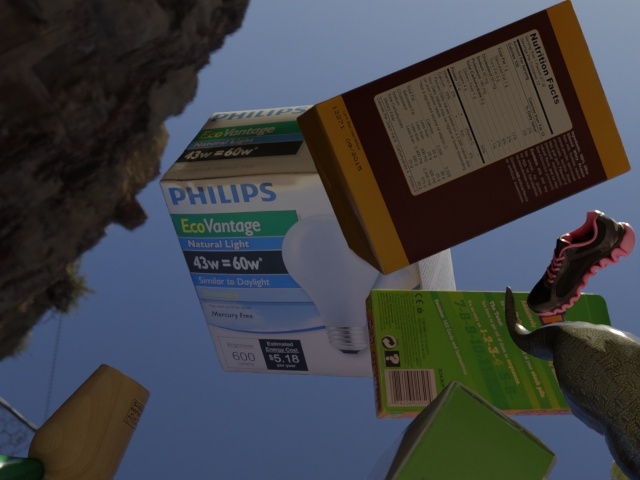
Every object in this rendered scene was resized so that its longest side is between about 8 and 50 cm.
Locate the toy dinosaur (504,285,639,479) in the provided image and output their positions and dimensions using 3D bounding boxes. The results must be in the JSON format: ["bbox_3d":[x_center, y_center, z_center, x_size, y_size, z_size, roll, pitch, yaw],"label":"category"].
[{"bbox_3d":[0.224,0.122,0.557,0.121,0.160,0.313,-30,-128,12],"label":"toy dinosaur"}]

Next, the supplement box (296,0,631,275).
[{"bbox_3d":[0.099,-0.079,0.652,0.194,0.191,0.129,-23,-83,-3],"label":"supplement box"}]

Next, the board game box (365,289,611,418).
[{"bbox_3d":[0.178,0.113,0.822,0.259,0.039,0.124,1,-115,-11],"label":"board game box"}]

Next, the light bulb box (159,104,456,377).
[{"bbox_3d":[0.000,0.000,1.242,0.358,0.361,0.225,-2,-147,19],"label":"light bulb box"}]

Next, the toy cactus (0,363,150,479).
[{"bbox_3d":[-0.150,0.151,0.431,0.112,0.219,0.180,11,-119,41],"label":"toy cactus"}]

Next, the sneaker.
[{"bbox_3d":[0.229,0.018,0.756,0.119,0.057,0.047,-49,-152,20],"label":"sneaker"}]

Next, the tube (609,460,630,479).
[{"bbox_3d":[0.382,0.303,0.905,0.062,0.240,0.070,-41,-87,8],"label":"tube"}]

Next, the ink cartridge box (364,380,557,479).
[{"bbox_3d":[0.018,0.174,0.370,0.062,0.109,0.209,37,-126,8],"label":"ink cartridge box"}]
